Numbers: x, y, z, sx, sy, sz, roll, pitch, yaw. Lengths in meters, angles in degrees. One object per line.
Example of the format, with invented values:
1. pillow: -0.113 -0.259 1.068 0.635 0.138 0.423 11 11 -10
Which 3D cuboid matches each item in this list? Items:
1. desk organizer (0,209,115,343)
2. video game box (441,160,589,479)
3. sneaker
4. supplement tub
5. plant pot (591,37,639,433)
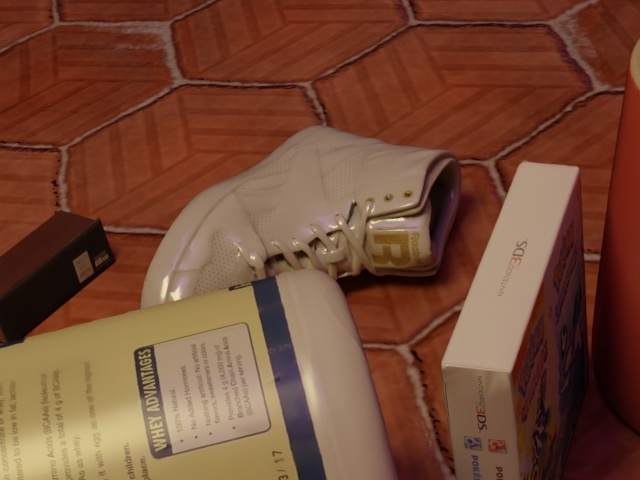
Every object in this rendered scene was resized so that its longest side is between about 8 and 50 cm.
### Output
1. desk organizer: -0.241 0.029 1.229 0.050 0.047 0.130 15 43 37
2. video game box: 0.129 0.082 0.920 0.048 0.187 0.205 3 38 21
3. sneaker: 0.000 0.000 1.144 0.169 0.108 0.292 10 39 33
4. supplement tub: -0.120 0.164 0.839 0.325 0.235 0.235 -14 35 -3
5. plant pot: 0.308 -0.022 0.963 0.275 0.243 0.275 -9 34 6
